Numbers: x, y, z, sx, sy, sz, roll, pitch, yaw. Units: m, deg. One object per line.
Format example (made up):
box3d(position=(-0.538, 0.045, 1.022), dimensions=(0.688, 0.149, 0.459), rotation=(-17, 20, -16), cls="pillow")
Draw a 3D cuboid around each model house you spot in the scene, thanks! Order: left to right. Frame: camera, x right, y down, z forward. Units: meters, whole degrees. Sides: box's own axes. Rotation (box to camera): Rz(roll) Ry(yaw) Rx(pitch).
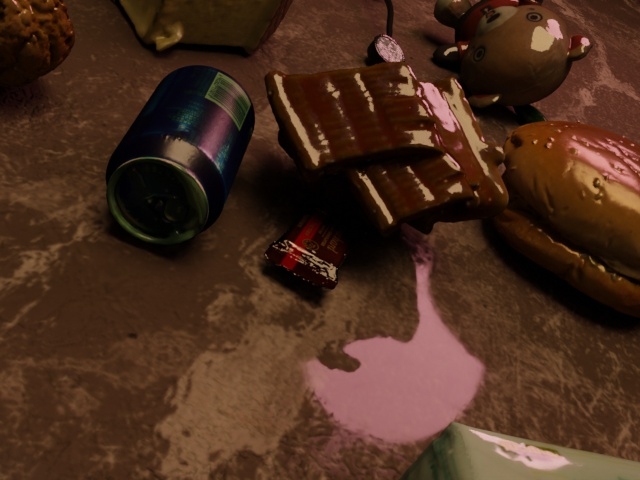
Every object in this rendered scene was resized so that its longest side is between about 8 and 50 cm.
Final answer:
box3d(position=(-0.152, -0.438, 1.133), dimensions=(0.266, 0.261, 0.321), rotation=(-2, 49, -41), cls="model house")
box3d(position=(0.055, -0.094, 0.898), dimensions=(0.229, 0.220, 0.199), rotation=(-7, 78, -41), cls="model house")

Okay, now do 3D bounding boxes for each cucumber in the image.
box3d(position=(0.378, -0.204, 1.405), dimensions=(0.037, 0.037, 0.155), rotation=(4, 42, -32), cls="cucumber")

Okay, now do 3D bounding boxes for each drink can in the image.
box3d(position=(-0.137, -0.089, 0.810), dimensions=(0.118, 0.118, 0.204), rotation=(24, 34, -8), cls="drink can")

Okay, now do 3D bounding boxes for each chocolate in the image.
box3d(position=(0.000, 0.000, 0.873), dimensions=(0.086, 0.028, 0.182), rotation=(27, 31, 2), cls="chocolate")

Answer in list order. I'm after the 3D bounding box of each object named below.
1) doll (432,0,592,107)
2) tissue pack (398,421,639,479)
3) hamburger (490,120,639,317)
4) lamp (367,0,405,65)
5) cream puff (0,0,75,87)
box3d(position=(0.325, -0.354, 1.450), dimensions=(0.174, 0.235, 0.330), rotation=(57, 11, -37), cls="doll")
box3d(position=(0.205, 0.321, 0.486), dimensions=(0.288, 0.162, 0.388), rotation=(14, 36, -16), cls="tissue pack")
box3d(position=(0.368, -0.047, 1.080), dimensions=(0.314, 0.170, 0.290), rotation=(34, 28, 9), cls="hamburger")
box3d(position=(0.103, -0.401, 1.464), dimensions=(0.130, 0.108, 0.371), rotation=(23, 47, -31), cls="lamp")
box3d(position=(-0.366, -0.217, 0.799), dimensions=(0.183, 0.183, 0.169), rotation=(38, 60, 12), cls="cream puff")
